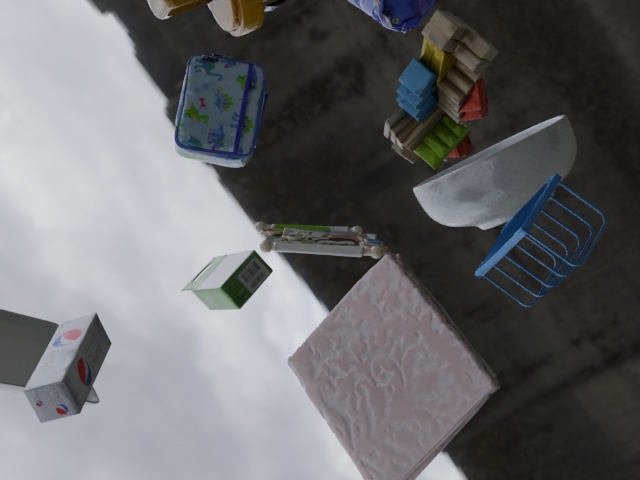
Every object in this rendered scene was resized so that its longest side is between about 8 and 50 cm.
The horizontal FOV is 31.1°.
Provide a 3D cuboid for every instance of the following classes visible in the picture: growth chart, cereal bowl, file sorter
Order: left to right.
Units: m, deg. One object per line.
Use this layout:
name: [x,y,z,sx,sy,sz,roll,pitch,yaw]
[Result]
growth chart: [0.000,0.000,1.487,0.237,0.172,0.021,-110,22,-82]
cereal bowl: [0.363,-0.117,2.299,0.141,0.339,0.339,64,-167,-2]
file sorter: [0.328,0.006,1.706,0.104,0.118,0.170,35,151,1]

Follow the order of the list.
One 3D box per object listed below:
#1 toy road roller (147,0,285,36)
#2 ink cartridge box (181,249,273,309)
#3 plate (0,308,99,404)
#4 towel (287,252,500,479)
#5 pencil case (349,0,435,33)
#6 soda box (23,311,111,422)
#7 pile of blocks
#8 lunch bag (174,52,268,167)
toy road roller: [-0.165,-0.467,1.720,0.329,0.241,0.202,69,165,-8]
ink cartridge box: [-0.191,0.083,2.333,0.062,0.109,0.209,49,156,-17]
plate: [-0.612,0.234,2.337,0.277,0.045,0.278,20,-160,-42]
towel: [0.121,0.237,2.032,0.053,0.317,0.332,11,-144,-52]
pencil case: [0.097,-0.477,2.134,0.306,0.119,0.133,43,143,52]
soda box: [-0.415,0.207,1.909,0.216,0.074,0.069,-80,-29,-63]
pile of blocks: [0.188,-0.194,1.736,0.112,0.149,0.362,44,164,19]
lunch bag: [-0.201,-0.267,2.357,0.090,0.176,0.219,118,164,-74]
